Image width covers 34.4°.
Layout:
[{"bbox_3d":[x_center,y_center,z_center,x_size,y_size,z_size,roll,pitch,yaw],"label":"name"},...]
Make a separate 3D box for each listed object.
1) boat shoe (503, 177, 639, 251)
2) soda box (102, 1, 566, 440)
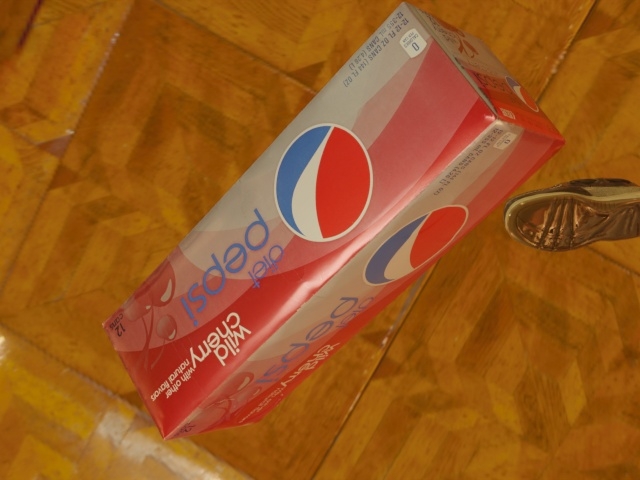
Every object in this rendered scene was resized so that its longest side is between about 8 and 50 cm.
[{"bbox_3d":[0.219,-0.025,0.883,0.152,0.049,0.056,-1,119,-21],"label":"boat shoe"},{"bbox_3d":[0.000,0.000,0.569,0.263,0.092,0.083,-45,65,24],"label":"soda box"}]
